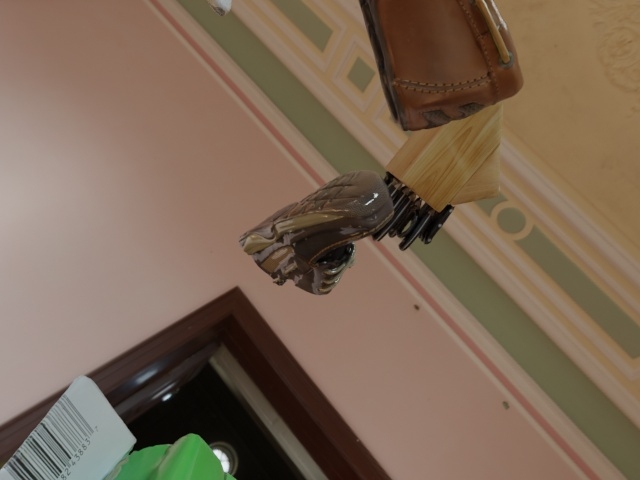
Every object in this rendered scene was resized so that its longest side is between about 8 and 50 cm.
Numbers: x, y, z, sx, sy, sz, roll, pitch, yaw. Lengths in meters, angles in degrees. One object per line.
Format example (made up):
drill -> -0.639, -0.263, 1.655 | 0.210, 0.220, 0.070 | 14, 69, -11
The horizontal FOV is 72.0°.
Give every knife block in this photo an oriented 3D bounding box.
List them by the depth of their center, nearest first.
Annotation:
knife block -> 0.166, -0.126, 0.728 | 0.088, 0.242, 0.275 | -114, -164, -65

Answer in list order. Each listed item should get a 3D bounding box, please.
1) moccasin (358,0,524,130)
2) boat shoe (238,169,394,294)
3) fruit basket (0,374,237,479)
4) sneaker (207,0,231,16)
moccasin -> 0.085, -0.297, 0.398 | 0.147, 0.139, 0.379 | -17, -98, 13
boat shoe -> 0.000, 0.000, 0.634 | 0.130, 0.132, 0.355 | 57, -25, -9
fruit basket -> -0.115, 0.299, 0.200 | 0.165, 0.353, 0.327 | -21, -68, 22
sneaker -> -0.134, -0.390, 0.615 | 0.061, 0.054, 0.152 | -7, -102, 26
